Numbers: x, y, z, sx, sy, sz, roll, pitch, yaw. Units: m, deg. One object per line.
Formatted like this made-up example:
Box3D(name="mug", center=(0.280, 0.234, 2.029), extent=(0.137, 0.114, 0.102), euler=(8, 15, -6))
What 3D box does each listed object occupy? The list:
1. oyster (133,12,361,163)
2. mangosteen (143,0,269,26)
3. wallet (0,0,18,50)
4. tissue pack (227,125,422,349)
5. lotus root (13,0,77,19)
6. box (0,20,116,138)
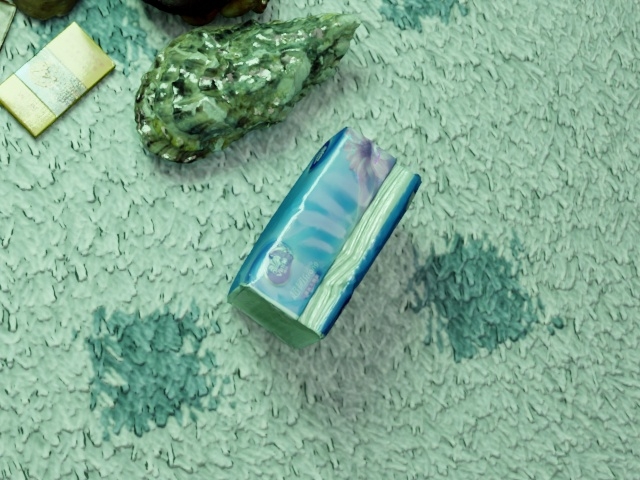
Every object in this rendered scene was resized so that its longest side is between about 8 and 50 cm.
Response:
Box3D(name="oyster", center=(-0.104, -0.234, 1.601), extent=(0.351, 0.158, 0.162), euler=(-26, 124, -4))
Box3D(name="mangosteen", center=(-0.162, -0.395, 1.585), extent=(0.250, 0.211, 0.211), euler=(34, 73, -39))
Box3D(name="wallet", center=(-0.515, -0.316, 1.558), extent=(0.176, 0.026, 0.095), euler=(20, 72, -14))
Box3D(name="tissue pack", center=(0.000, 0.000, 1.560), extent=(0.146, 0.198, 0.263), euler=(35, 75, -5))
Box3D(name="lotus root", center=(-0.382, -0.374, 1.569), extent=(0.112, 0.081, 0.122), euler=(-34, 93, -19))
Box3D(name="box", center=(-0.371, -0.224, 1.584), extent=(0.087, 0.023, 0.155), euler=(46, 74, -8))
